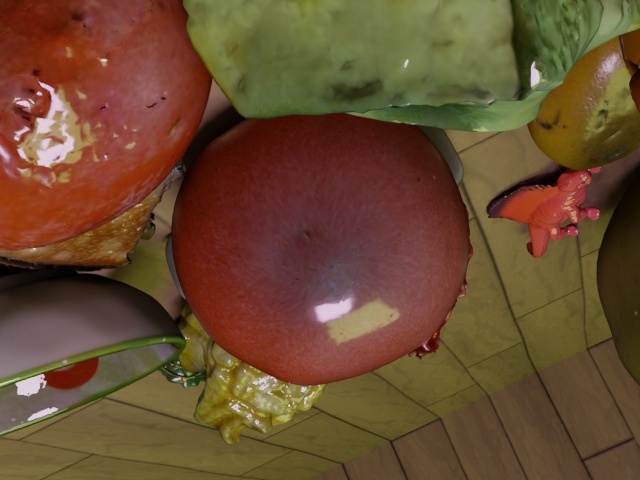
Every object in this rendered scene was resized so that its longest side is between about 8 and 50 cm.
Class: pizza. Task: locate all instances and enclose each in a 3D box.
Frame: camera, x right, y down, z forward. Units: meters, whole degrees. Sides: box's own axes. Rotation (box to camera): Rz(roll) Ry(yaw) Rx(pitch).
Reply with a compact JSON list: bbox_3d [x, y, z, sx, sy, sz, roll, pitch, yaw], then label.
[{"bbox_3d":[-0.188,-0.032,0.932,0.195,0.052,0.185,-30,159,30],"label":"pizza"}]

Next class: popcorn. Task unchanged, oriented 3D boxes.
[{"bbox_3d":[-0.075,0.124,1.276,0.167,0.187,0.185,-38,172,33],"label":"popcorn"}]

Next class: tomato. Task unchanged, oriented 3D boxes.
[{"bbox_3d":[0.000,0.000,0.948,0.256,0.255,0.224,-26,178,5],"label":"tomato"},{"bbox_3d":[-0.155,-0.098,0.570,0.208,0.208,0.184,-25,166,2],"label":"tomato"}]

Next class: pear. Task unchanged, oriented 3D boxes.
[{"bbox_3d":[0.053,-0.204,0.551,0.176,0.286,0.282,-2,-159,33],"label":"pear"}]

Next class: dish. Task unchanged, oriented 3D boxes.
[{"bbox_3d":[-0.299,0.101,1.044,0.324,0.124,0.324,-21,170,-4],"label":"dish"}]

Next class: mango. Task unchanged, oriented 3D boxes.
[{"bbox_3d":[0.282,-0.148,1.109,0.137,0.098,0.195,-7,150,-4],"label":"mango"}]

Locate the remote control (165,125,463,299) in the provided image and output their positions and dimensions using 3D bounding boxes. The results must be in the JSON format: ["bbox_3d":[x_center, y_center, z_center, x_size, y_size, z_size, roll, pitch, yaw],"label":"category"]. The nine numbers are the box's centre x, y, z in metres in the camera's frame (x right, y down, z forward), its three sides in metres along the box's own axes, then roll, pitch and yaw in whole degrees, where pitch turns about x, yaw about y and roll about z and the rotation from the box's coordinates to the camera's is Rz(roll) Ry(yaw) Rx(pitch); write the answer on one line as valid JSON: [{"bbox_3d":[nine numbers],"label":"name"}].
[{"bbox_3d":[-0.006,-0.025,1.105,0.310,0.090,0.038,-23,151,0],"label":"remote control"}]

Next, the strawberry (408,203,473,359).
[{"bbox_3d":[0.068,0.005,1.194,0.178,0.234,0.234,-57,157,1],"label":"strawberry"}]

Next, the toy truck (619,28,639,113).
[{"bbox_3d":[0.347,-0.191,0.911,0.204,0.211,0.288,-35,154,30],"label":"toy truck"}]

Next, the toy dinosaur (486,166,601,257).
[{"bbox_3d":[0.282,-0.031,1.493,0.139,0.070,0.286,-7,160,-16],"label":"toy dinosaur"}]

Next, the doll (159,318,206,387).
[{"bbox_3d":[-0.171,0.118,1.365,0.078,0.077,0.113,-40,146,-47],"label":"doll"}]

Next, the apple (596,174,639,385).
[{"bbox_3d":[0.617,0.048,1.496,0.474,0.473,0.473,-21,161,-8],"label":"apple"}]
